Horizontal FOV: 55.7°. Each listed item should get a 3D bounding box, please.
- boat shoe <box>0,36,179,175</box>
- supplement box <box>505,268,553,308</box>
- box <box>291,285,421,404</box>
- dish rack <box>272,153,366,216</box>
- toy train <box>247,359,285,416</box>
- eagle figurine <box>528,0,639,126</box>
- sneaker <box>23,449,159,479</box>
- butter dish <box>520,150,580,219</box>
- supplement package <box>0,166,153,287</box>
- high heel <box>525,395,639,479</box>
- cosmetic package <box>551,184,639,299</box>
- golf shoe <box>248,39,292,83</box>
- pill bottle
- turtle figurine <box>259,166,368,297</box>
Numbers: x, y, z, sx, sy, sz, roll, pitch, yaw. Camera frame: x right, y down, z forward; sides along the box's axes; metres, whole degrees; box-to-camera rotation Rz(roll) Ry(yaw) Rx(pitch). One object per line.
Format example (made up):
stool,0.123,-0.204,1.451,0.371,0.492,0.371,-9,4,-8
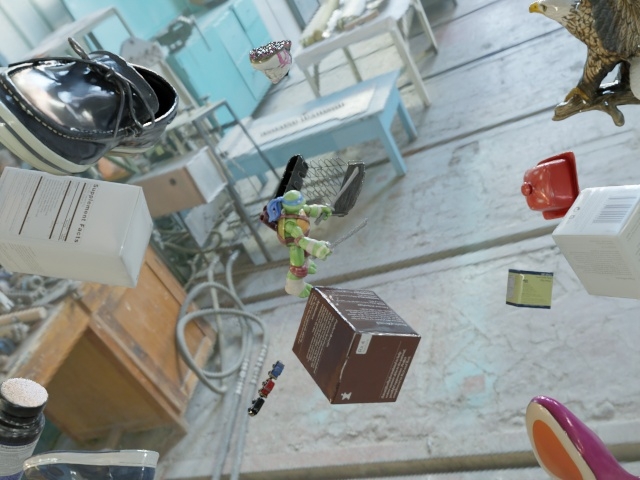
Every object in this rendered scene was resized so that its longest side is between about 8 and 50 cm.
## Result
boat shoe,-0.352,-0.214,0.936,0.156,0.187,0.500,-41,4,12
supplement box,0.470,0.108,1.361,0.083,0.083,0.056,4,0,-10
box,0.069,0.217,1.280,0.203,0.167,0.168,43,120,54
dish rack,-0.001,-0.159,1.786,0.272,0.074,0.208,1,63,38
toy train,-0.129,0.354,1.461,0.036,0.027,0.158,-38,17,52
eagle figurine,0.332,-0.288,0.692,0.225,0.298,0.226,4,37,21
sneaker,-0.367,0.408,0.927,0.226,0.086,0.163,-5,66,14
butter dish,0.564,-0.133,1.532,0.118,0.159,0.160,-5,-3,-14
supplement package,-0.539,-0.024,1.317,0.293,0.177,0.175,9,62,-2
high heel,0.467,0.348,0.966,0.181,0.377,0.127,-40,19,-19
cosmetic package,0.607,0.005,1.235,0.151,0.183,0.151,-47,23,-21
golf shoe,-0.097,-0.377,1.291,0.067,0.086,0.186,0,23,17
pill bottle,-0.628,0.391,1.206,0.219,0.123,0.123,-63,28,12
turtle figurine,0.000,0.000,1.459,0.275,0.266,0.198,-14,45,-23
